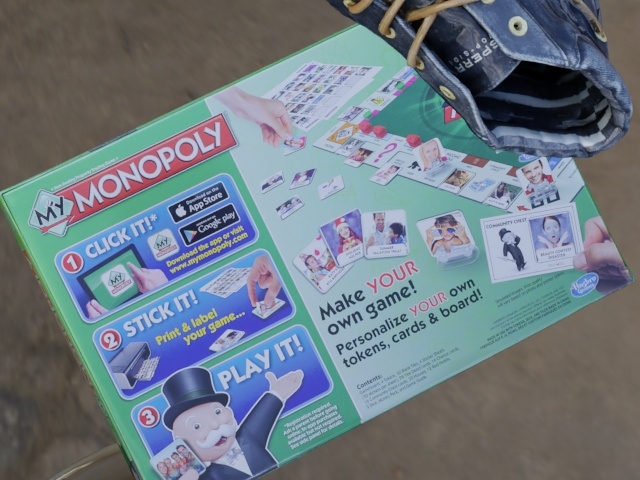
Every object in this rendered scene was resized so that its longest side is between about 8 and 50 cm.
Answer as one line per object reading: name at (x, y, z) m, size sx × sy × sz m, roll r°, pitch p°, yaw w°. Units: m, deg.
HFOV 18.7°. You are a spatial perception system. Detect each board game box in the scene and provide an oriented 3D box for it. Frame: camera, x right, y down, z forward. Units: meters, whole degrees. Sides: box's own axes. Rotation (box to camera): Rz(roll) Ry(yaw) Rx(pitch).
board game box at (0.000, 0.000, 1.139) m, size 0.317 × 0.046 × 0.213 m, roll -26°, pitch 91°, yaw -12°

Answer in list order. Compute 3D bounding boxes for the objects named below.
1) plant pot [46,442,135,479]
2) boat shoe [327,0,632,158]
plant pot at (-0.161, 0.371, 1.614) m, size 0.323 × 0.323 × 0.280 m, roll -37°, pitch 108°, yaw -1°
boat shoe at (0.035, -0.088, 0.651) m, size 0.183 × 0.083 × 0.065 m, roll 18°, pitch 130°, yaw -37°
